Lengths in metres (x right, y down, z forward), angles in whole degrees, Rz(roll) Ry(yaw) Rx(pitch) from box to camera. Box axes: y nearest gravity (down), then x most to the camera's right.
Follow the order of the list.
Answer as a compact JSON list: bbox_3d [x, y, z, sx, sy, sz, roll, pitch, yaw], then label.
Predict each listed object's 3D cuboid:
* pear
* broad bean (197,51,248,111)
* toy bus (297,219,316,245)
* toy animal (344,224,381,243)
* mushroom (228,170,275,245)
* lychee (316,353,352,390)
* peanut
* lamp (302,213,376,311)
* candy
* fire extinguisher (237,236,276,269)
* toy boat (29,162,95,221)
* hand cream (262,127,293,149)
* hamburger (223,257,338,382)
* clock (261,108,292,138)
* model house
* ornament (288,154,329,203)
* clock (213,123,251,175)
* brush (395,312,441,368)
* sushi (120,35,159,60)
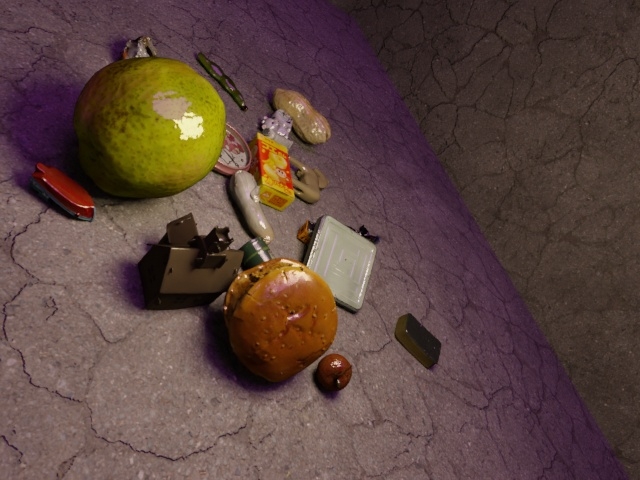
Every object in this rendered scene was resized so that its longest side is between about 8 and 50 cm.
[{"bbox_3d":[-0.437,-0.277,1.225,0.391,0.391,0.390,30,38,-27],"label":"pear"},{"bbox_3d":[-0.383,-0.637,1.924,0.297,0.043,0.060,48,43,-6],"label":"broad bean"},{"bbox_3d":[0.000,0.000,1.721,0.162,0.074,0.069,35,34,-21],"label":"toy bus"},{"bbox_3d":[0.183,-0.016,1.980,0.220,0.062,0.108,15,29,-40],"label":"toy animal"},{"bbox_3d":[-0.224,-0.106,1.554,0.099,0.096,0.277,-22,71,-9],"label":"mushroom"},{"bbox_3d":[0.038,0.372,1.365,0.101,0.114,0.140,18,4,12],"label":"lychee"},{"bbox_3d":[-0.087,-0.538,2.085,0.313,0.149,0.149,44,34,-6],"label":"peanut"},{"bbox_3d":[0.067,0.079,1.658,0.267,0.047,0.268,31,64,-29],"label":"lamp"},{"bbox_3d":[-0.184,-0.250,1.738,0.146,0.088,0.275,20,44,-36],"label":"candy"},{"bbox_3d":[-0.130,0.131,1.426,0.093,0.118,0.294,-32,83,-21],"label":"fire extinguisher"},{"bbox_3d":[-0.604,-0.107,1.133,0.173,0.059,0.069,42,34,-24],"label":"toy boat"},{"bbox_3d":[-0.166,-0.389,1.868,0.042,0.067,0.194,29,3,24],"label":"hand cream"},{"bbox_3d":[-0.097,0.207,1.234,0.290,0.170,0.314,-34,118,-19],"label":"hamburger"},{"bbox_3d":[-0.183,-0.480,1.972,0.117,0.080,0.176,33,39,-23],"label":"clock"},{"bbox_3d":[-0.305,0.027,1.180,0.211,0.243,0.204,3,56,-48],"label":"model house"},{"bbox_3d":[-0.048,-0.239,1.911,0.245,0.061,0.230,31,35,-33],"label":"ornament"},{"bbox_3d":[-0.343,-0.322,1.651,0.244,0.056,0.244,33,36,-29],"label":"clock"},{"bbox_3d":[0.369,0.373,1.802,0.197,0.059,0.123,44,35,-9],"label":"brush"},{"bbox_3d":[-0.604,-0.624,1.600,0.097,0.103,0.226,34,29,-26],"label":"sushi"}]
